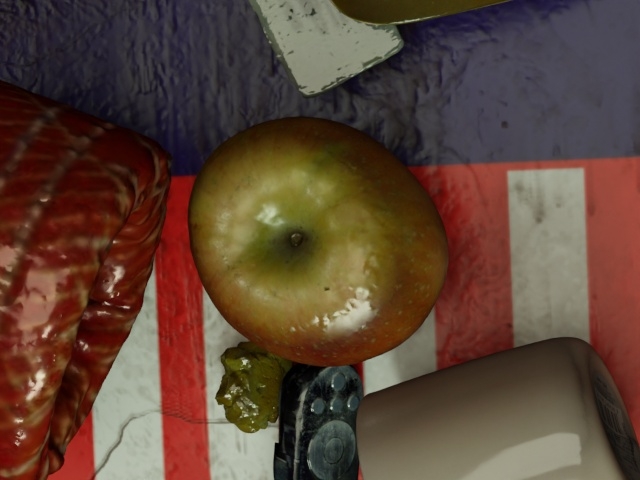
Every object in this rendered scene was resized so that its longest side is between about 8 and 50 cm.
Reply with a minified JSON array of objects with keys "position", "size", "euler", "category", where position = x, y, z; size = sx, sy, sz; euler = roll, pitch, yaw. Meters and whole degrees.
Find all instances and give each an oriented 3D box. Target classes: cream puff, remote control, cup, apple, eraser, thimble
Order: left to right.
[{"position":[-0.283,0.035,1.495],"size":[0.231,0.350,0.350],"euler":[22,97,4],"category":"thimble"},{"position":[-0.064,0.134,1.595],"size":[0.058,0.083,0.083],"euler":[-12,105,51],"category":"cream puff"},{"position":[-0.043,-0.302,1.558],"size":[0.111,0.077,0.352],"euler":[-27,87,12],"category":"eraser"},{"position":[-0.010,0.237,1.578],"size":[0.066,0.090,0.265],"euler":[11,99,54],"category":"remote control"},{"position":[0.000,0.000,1.519],"size":[0.210,0.173,0.235],"euler":[-36,76,15],"category":"apple"},{"position":[0.175,0.212,1.486],"size":[0.200,0.191,0.253],"euler":[-21,122,17],"category":"cup"}]

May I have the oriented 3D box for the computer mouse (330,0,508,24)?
[{"position":[0.144,-0.283,1.481],"size":[0.310,0.072,0.158],"euler":[-14,96,-7],"category":"computer mouse"}]
